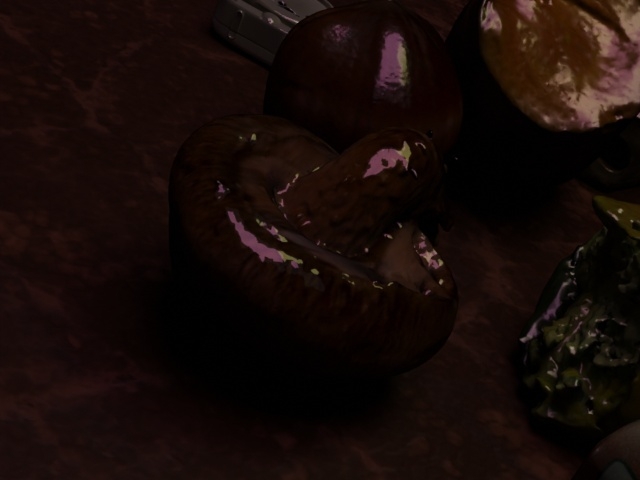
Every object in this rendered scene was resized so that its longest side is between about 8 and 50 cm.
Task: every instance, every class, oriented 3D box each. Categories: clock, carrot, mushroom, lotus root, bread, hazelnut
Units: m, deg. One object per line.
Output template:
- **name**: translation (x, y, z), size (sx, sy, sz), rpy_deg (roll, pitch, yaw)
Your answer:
- **clock**: translation (-0.043, -0.287, 1.497), size (0.151, 0.062, 0.191), rpy_deg (30, 32, 7)
- **carrot**: translation (0.253, -0.189, 1.375), size (0.241, 0.341, 0.241), rpy_deg (1, 77, -5)
- **mushroom**: translation (0.002, 0.005, 0.988), size (0.283, 0.195, 0.263), rpy_deg (-23, 62, -29)
- **lotus root**: translation (0.437, -0.171, 1.583), size (0.210, 0.142, 0.314), rpy_deg (37, 33, 20)
- **bread**: translation (0.395, 0.102, 1.123), size (0.376, 0.208, 0.251), rpy_deg (19, 37, -17)
- **hazelnut**: translation (0.055, -0.156, 1.242), size (0.229, 0.229, 0.229), rpy_deg (18, 33, -12)

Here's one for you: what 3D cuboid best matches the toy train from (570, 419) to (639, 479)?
- **toy train**: translation (0.345, 0.227, 0.941), size (0.326, 0.159, 0.129), rpy_deg (5, 35, -26)
